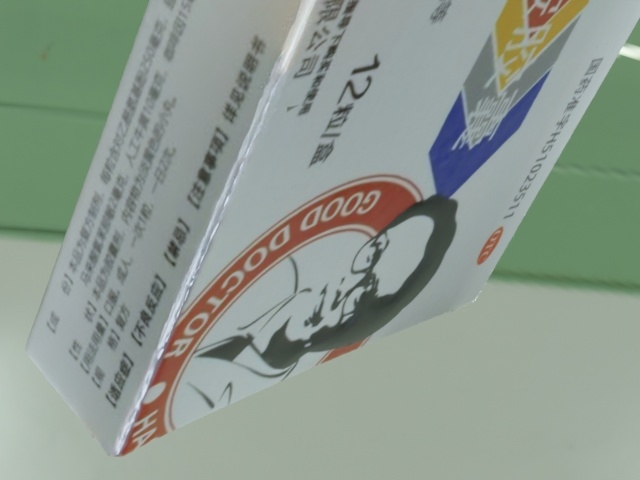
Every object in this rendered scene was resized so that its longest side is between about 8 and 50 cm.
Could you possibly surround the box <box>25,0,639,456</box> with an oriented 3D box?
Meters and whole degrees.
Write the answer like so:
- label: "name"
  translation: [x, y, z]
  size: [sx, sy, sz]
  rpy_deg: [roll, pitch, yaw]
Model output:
- label: "box"
  translation: [0.043, -0.095, 0.481]
  size: [0.214, 0.353, 0.069]
  rpy_deg: [-18, -124, -46]
